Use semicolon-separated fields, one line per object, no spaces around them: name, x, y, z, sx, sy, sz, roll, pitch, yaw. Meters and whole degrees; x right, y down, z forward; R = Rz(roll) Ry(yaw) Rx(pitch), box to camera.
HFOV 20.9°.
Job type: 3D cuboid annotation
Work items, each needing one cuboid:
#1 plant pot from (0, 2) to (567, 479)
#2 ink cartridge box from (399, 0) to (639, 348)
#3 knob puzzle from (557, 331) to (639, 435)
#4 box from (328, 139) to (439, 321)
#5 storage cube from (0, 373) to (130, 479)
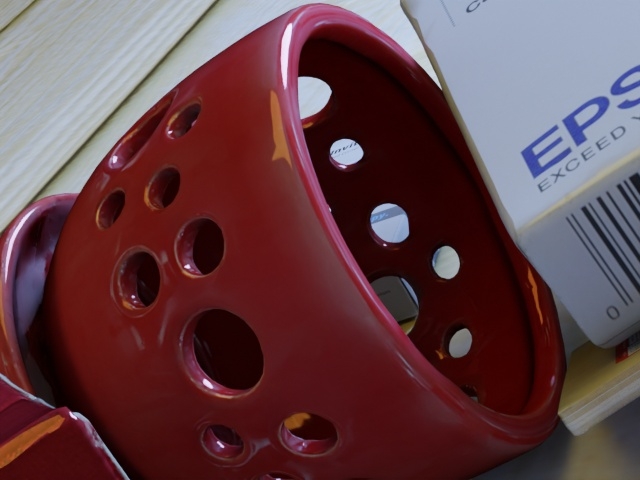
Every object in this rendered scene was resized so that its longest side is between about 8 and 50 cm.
plant pot;-0.021;0.029;0.693;0.174;0.191;0.191;-32;18;26
ink cartridge box;0.187;-0.144;0.685;0.324;0.071;0.330;-35;28;10
knob puzzle;0.175;0.007;0.614;0.213;0.030;0.213;-34;-3;-2
box;0.000;0.000;0.935;0.145;0.038;0.186;-21;21;25
storage cube;-0.100;0.165;0.435;0.193;0.215;0.184;-37;9;-14
